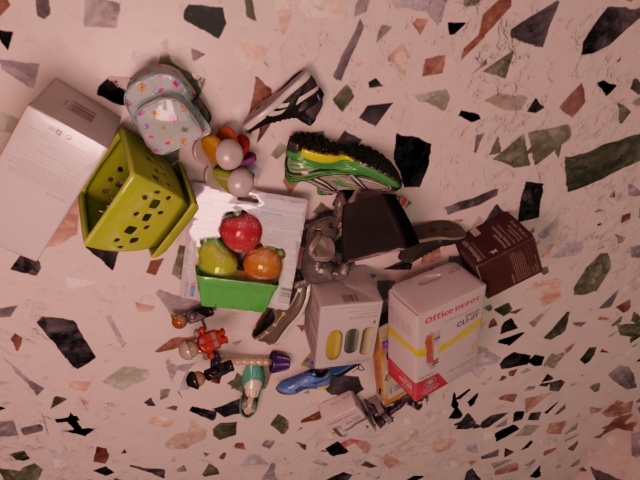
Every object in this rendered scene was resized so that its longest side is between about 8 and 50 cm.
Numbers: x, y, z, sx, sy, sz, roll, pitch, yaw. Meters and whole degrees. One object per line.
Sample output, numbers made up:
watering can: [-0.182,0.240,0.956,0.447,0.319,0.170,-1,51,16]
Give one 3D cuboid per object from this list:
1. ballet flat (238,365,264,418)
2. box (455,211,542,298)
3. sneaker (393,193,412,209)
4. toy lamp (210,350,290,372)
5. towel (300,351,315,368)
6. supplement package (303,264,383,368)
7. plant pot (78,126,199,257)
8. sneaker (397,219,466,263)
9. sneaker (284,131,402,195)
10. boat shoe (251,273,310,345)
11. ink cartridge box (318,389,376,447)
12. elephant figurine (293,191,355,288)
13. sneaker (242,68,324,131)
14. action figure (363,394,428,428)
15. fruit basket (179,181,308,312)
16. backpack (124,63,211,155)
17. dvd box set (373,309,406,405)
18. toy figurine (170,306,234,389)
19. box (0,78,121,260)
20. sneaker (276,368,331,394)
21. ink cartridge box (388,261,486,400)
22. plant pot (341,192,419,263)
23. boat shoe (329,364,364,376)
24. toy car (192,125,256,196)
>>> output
ballet flat: [-0.251,0.560,1.763,0.083,0.087,0.247,4,121,-16]
box: [0.585,0.047,1.587,0.203,0.168,0.167,-28,126,4]
sneaker: [0.230,-0.063,1.493,0.076,0.057,0.161,14,115,-16]
toy lamp: [-0.243,0.425,1.683,0.275,0.080,0.080,4,121,-16]
towel: [-0.028,0.446,1.791,0.060,0.009,0.083,27,112,-29]
supplement package: [0.066,0.246,1.568,0.200,0.198,0.262,-3,123,-13]
plant pot: [-0.444,-0.102,1.193,0.207,0.227,0.228,26,114,-44]
sneaker: [0.358,0.005,1.571,0.222,0.083,0.118,-5,139,-15]
sneaker: [0.064,-0.192,1.340,0.344,0.134,0.146,12,126,-11]
boat shoe: [-0.128,0.224,1.561,0.091,0.109,0.304,14,122,-28]
ink cartridge box: [0.112,0.729,1.964,0.159,0.092,0.217,-28,123,5]
elephant figurine: [0.000,0.000,1.438,0.170,0.186,0.239,-2,119,29]
sneaker: [-0.083,-0.321,1.231,0.217,0.079,0.121,-37,122,9]
action figure: [0.330,0.644,1.965,0.285,0.099,0.185,-28,118,0]
fruit basket: [-0.226,0.023,1.394,0.327,0.165,0.352,7,102,-10]
backpack: [-0.366,-0.308,1.133,0.166,0.144,0.188,-22,122,7]
dvd box set: [0.336,0.393,1.773,0.308,0.062,0.420,-23,127,-18]
toy figurine: [-0.377,0.328,1.503,0.148,0.209,0.212,-19,130,-22]
box: [-0.637,-0.163,1.114,0.168,0.215,0.345,31,110,-29]
sneaker: [-0.063,0.518,1.797,0.210,0.069,0.082,-6,121,-12]
ink cartridge box: [0.379,0.301,1.598,0.279,0.160,0.384,-20,125,-21]
plant pot: [0.161,-0.041,1.387,0.188,0.187,0.166,-14,89,22]
boat shoe: [0.149,0.423,1.765,0.258,0.109,0.089,-39,127,15]
toy car: [-0.230,-0.208,1.247,0.136,0.159,0.181,-42,131,-31]
